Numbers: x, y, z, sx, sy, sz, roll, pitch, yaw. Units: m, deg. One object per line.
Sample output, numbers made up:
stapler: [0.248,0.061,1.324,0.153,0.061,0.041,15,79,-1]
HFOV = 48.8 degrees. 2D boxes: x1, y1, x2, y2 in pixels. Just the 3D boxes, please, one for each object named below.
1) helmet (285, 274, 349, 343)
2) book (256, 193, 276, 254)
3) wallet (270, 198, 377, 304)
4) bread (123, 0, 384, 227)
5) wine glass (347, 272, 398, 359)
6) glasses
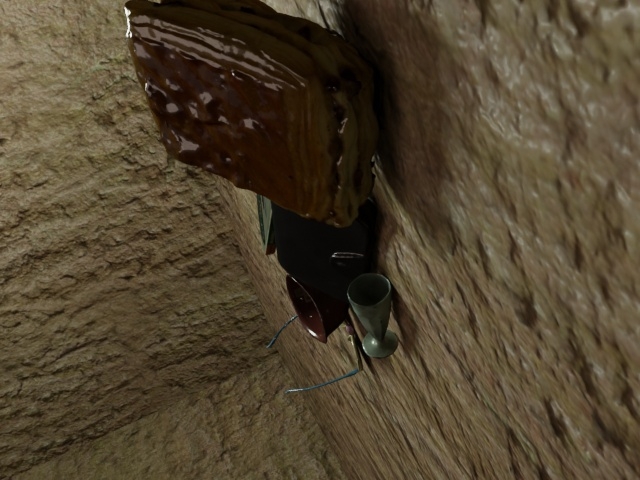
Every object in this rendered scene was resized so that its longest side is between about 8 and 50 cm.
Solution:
helmet: [0.009,0.126,1.488,0.175,0.106,0.155,43,153,57]
book: [-0.109,-0.137,1.470,0.371,0.043,0.261,112,154,-74]
wallet: [0.000,0.000,1.201,0.197,0.051,0.378,30,157,13]
bread: [-0.071,-0.189,0.910,0.324,0.167,0.278,23,148,20]
wine glass: [0.093,0.128,1.192,0.073,0.073,0.155,57,169,43]
glasses: [-0.008,0.249,1.647,0.088,0.220,0.190,-9,-110,-61]
